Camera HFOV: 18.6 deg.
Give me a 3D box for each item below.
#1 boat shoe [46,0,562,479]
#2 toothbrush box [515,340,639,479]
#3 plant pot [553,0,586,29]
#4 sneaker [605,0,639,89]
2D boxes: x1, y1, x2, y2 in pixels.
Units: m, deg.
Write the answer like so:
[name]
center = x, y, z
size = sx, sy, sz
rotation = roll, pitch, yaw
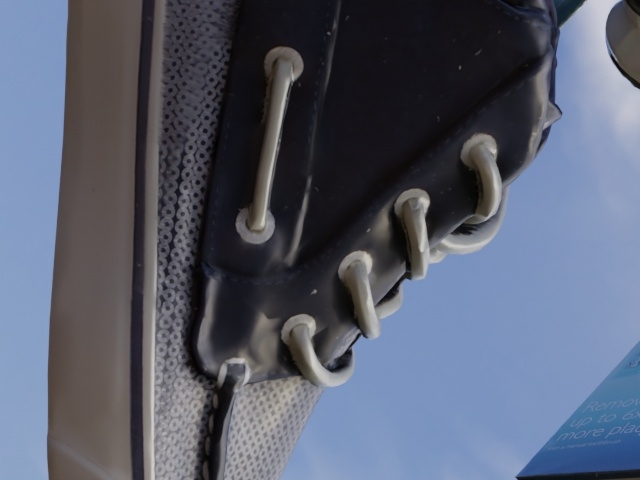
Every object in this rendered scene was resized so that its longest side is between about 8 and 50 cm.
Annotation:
[boat shoe]
center = 0.000, 0.000, 0.653
size = 0.158, 0.127, 0.340
rotation = 2, -83, 7
[toothbrush box]
center = 0.333, 0.151, 1.555
size = 0.216, 0.295, 0.126
rotation = -10, -69, 46
[plant pot]
center = -0.016, -0.259, 1.297
size = 0.334, 0.341, 0.341
rotation = 48, -31, -16
[sneaker]
center = 0.382, -0.186, 1.024
size = 0.448, 0.169, 0.257
rotation = 4, -53, 7
